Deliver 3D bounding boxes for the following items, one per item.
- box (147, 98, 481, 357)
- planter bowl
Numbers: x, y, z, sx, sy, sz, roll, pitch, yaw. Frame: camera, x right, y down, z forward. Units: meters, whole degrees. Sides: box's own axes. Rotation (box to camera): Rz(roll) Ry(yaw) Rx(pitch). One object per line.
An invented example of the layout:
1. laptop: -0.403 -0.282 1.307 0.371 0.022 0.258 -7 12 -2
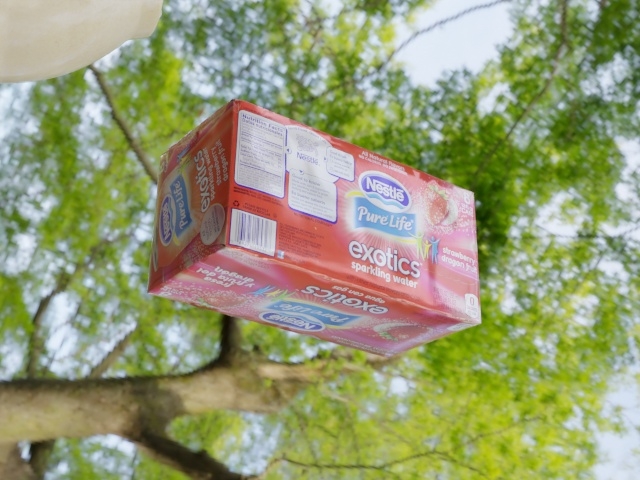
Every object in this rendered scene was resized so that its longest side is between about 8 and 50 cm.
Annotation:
1. box: 0.000 0.000 0.864 0.123 0.257 0.128 -28 -127 47
2. planter bowl: -0.152 -0.169 0.619 0.162 0.109 0.162 179 -90 -68
